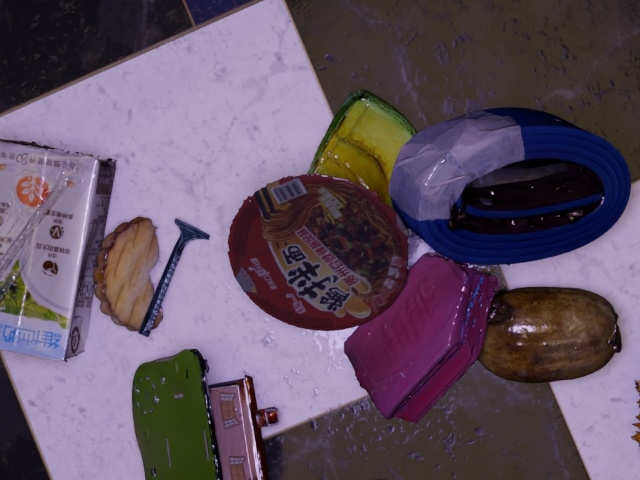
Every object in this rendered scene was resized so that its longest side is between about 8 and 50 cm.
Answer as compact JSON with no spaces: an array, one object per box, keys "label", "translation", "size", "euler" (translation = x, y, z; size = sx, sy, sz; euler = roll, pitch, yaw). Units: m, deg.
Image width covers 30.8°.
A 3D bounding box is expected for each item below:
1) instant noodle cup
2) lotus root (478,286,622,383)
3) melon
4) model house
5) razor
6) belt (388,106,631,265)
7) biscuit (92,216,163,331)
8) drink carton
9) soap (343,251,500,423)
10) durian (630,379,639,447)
[{"label":"instant noodle cup","translation":[0.000,0.000,1.728],"size":[0.273,0.091,0.274],"euler":[3,122,5]},{"label":"lotus root","translation":[0.323,0.143,1.756],"size":[0.260,0.128,0.145],"euler":[-3,99,7]},{"label":"melon","translation":[0.076,-0.106,1.781],"size":[0.169,0.129,0.265],"euler":[25,120,-9]},{"label":"model house","translation":[-0.169,0.320,1.812],"size":[0.207,0.154,0.294],"euler":[-20,75,47]},{"label":"razor","translation":[-0.242,0.064,1.846],"size":[0.066,0.033,0.190],"euler":[26,81,-25]},{"label":"belt","translation":[0.280,-0.080,1.696],"size":[0.346,0.117,0.213],"euler":[-5,114,-19]},{"label":"biscuit","translation":[-0.312,0.053,1.842],"size":[0.061,0.118,0.183],"euler":[5,95,48]},{"label":"drink carton","translation":[-0.448,0.010,1.826],"size":[0.194,0.132,0.325],"euler":[10,92,5]},{"label":"soap","translation":[0.160,0.131,1.731],"size":[0.250,0.099,0.162],"euler":[-51,46,19]},{"label":"durian","translation":[0.631,0.320,1.733],"size":[0.341,0.112,0.191],"euler":[8,88,4]}]
